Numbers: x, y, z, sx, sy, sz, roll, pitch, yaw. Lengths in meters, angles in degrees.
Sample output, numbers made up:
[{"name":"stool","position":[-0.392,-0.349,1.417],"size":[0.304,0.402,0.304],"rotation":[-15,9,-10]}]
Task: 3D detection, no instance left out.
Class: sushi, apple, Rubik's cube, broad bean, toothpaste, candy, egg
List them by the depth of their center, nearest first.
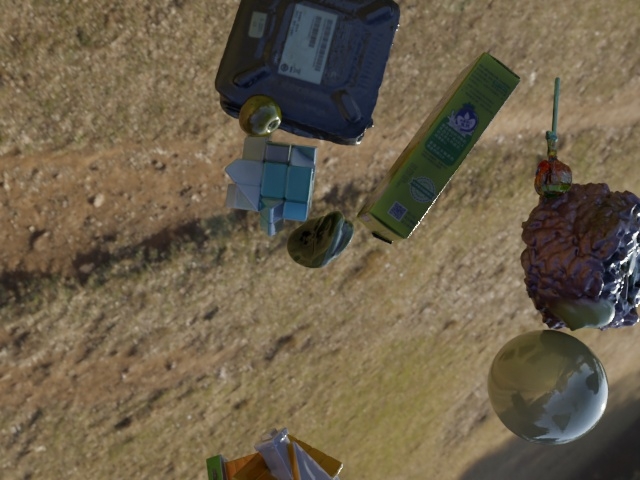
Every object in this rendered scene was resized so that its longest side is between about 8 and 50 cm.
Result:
[{"name":"candy","position":[0.372,-0.164,1.197],"size":[0.060,0.060,0.201],"rotation":[21,71,-60]},{"name":"toothpaste","position":[0.184,-0.143,1.207],"size":[0.327,0.077,0.110],"rotation":[-54,-177,-6]},{"name":"egg","position":[0.369,0.237,1.229],"size":[0.186,0.186,0.242],"rotation":[-36,168,-12]},{"name":"sushi","position":[0.444,0.043,1.251],"size":[0.270,0.171,0.236],"rotation":[57,48,-43]},{"name":"apple","position":[-0.123,-0.252,1.534],"size":[0.089,0.074,0.089],"rotation":[-40,159,-19]},{"name":"Rubik's cube","position":[-0.122,-0.146,1.879],"size":[0.224,0.213,0.265],"rotation":[-77,173,-82]},{"name":"broad bean","position":[-0.002,-0.002,1.950],"size":[0.072,0.153,0.206],"rotation":[32,142,-32]}]

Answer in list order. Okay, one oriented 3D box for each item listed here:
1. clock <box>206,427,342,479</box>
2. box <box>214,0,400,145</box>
[{"name":"clock","position":[-0.048,0.458,1.246],"size":[0.235,0.309,0.166],"rotation":[-26,-178,33]},{"name":"box","position":[-0.024,-0.406,1.632],"size":[0.091,0.350,0.359],"rotation":[135,-30,-80]}]
